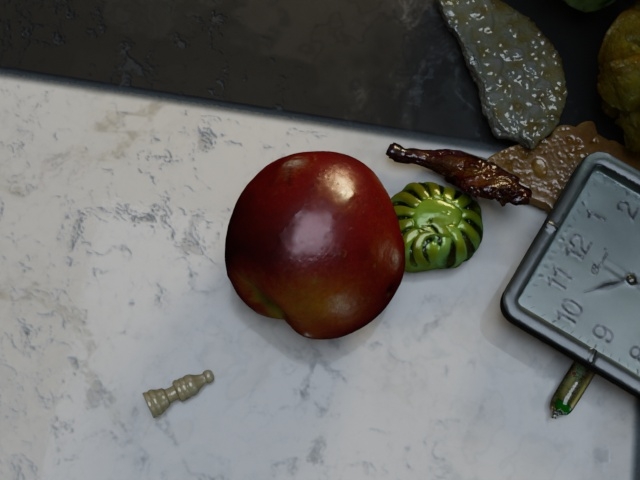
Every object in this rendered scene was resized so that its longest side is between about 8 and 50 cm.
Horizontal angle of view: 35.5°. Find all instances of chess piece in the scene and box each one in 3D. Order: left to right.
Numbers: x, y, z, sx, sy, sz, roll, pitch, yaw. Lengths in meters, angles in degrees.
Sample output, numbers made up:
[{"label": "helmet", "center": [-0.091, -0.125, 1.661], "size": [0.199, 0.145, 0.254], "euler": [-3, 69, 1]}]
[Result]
[{"label": "chess piece", "center": [-0.180, 0.192, 1.285], "size": [0.092, 0.035, 0.035], "euler": [-24, 76, -13]}]

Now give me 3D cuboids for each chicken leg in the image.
[{"label": "chicken leg", "center": [0.191, -0.091, 1.359], "size": [0.205, 0.093, 0.053], "euler": [21, 113, 33]}]

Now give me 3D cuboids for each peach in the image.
[{"label": "peach", "center": [0.000, 0.000, 1.265], "size": [0.244, 0.199, 0.243], "euler": [2, 74, -6]}]

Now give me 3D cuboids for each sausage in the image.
[{"label": "sausage", "center": [0.378, 0.127, 1.331], "size": [0.033, 0.033, 0.269], "euler": [34, 75, 7]}]

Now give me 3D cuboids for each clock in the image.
[{"label": "clock", "center": [0.410, 0.054, 1.311], "size": [0.279, 0.049, 0.273], "euler": [31, 74, 9]}]

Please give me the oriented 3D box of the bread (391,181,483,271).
[{"label": "bread", "center": [0.151, -0.019, 1.346], "size": [0.139, 0.071, 0.130], "euler": [11, 69, 0]}]

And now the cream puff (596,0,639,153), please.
[{"label": "cream puff", "center": [0.479, -0.218, 1.351], "size": [0.244, 0.196, 0.244], "euler": [4, 74, -15]}]

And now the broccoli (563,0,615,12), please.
[{"label": "broccoli", "center": [0.414, -0.489, 1.393], "size": [0.321, 0.310, 0.413], "euler": [-33, 44, -4]}]

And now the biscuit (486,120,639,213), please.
[{"label": "biscuit", "center": [0.352, -0.093, 1.396], "size": [0.250, 0.035, 0.162], "euler": [6, 68, -2]}]

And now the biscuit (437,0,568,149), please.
[{"label": "biscuit", "center": [0.273, -0.257, 1.434], "size": [0.141, 0.038, 0.289], "euler": [-16, 68, -12]}]
